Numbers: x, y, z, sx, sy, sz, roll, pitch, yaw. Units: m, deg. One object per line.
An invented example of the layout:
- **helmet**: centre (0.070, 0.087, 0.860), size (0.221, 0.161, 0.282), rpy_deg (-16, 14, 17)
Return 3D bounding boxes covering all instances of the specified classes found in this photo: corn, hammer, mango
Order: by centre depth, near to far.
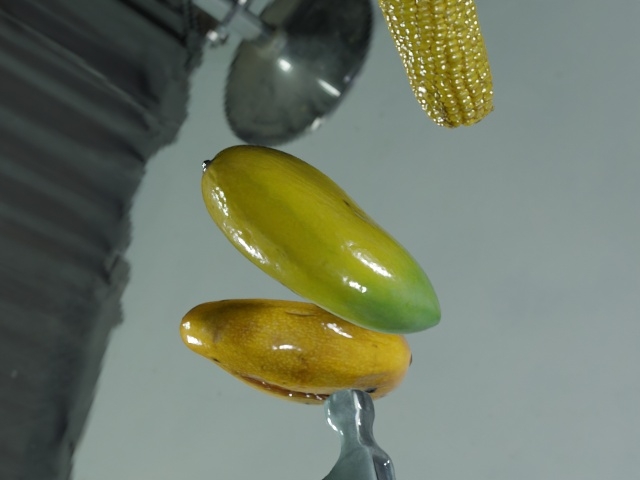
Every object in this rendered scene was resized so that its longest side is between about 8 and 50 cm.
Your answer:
- **hammer**: centre (-0.039, 0.223, 0.914), size (0.226, 0.041, 0.158), rpy_deg (-31, 46, 25)
- **mango**: centre (-0.005, -0.001, 1.037), size (0.237, 0.137, 0.091), rpy_deg (38, 108, 33)
- **corn**: centre (0.110, -0.239, 1.264), size (0.106, 0.293, 0.106), rpy_deg (-14, 35, 10)
- **mango**: centre (-0.027, 0.142, 1.541), size (0.177, 0.295, 0.120), rpy_deg (140, 134, -65)
